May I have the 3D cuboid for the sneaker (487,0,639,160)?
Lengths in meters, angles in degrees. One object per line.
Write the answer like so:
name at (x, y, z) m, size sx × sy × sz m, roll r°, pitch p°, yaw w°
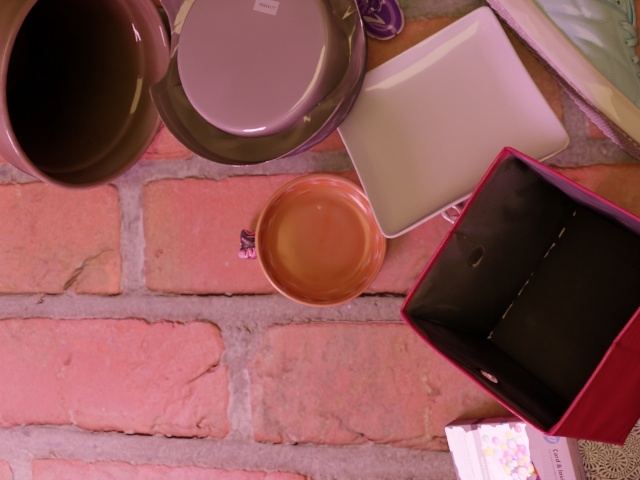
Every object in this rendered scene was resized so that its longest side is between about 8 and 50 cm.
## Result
sneaker at (0.387, -0.265, 1.067) m, size 0.150 × 0.135 × 0.366 m, roll -41°, pitch 85°, yaw 13°

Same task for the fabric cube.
fabric cube at (0.309, 0.078, 0.992) m, size 0.254 × 0.258 × 0.259 m, roll 39°, pitch 101°, yaw 39°

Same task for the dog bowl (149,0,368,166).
dog bowl at (-0.088, -0.278, 1.167) m, size 0.348 × 0.102 × 0.349 m, roll -1°, pitch 88°, yaw 22°

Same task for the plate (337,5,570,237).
plate at (0.172, -0.165, 1.121) m, size 0.277 × 0.045 × 0.278 m, roll -28°, pitch 59°, yaw 12°

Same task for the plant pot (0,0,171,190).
plant pot at (-0.435, -0.265, 1.196) m, size 0.280 × 0.323 × 0.323 m, roll 19°, pitch 97°, yaw 29°

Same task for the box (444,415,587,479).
box at (0.282, 0.326, 1.129) m, size 0.186 × 0.038 × 0.145 m, roll -14°, pitch 90°, yaw 37°

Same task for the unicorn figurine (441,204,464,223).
unicorn figurine at (0.192, -0.079, 1.164) m, size 0.162 × 0.060 × 0.111 m, roll -35°, pitch 73°, yaw -2°

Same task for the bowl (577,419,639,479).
bowl at (0.408, 0.291, 1.102) m, size 0.170 × 0.080 × 0.170 m, roll 5°, pitch 99°, yaw 37°

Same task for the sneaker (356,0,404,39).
sneaker at (0.064, -0.375, 1.169) m, size 0.068 × 0.071 × 0.170 m, roll -31°, pitch 86°, yaw 13°

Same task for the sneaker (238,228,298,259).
sneaker at (-0.074, -0.004, 1.234) m, size 0.119 × 0.047 × 0.057 m, roll -7°, pitch 79°, yaw 12°

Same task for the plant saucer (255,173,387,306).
plant saucer at (0.000, 0.000, 1.190) m, size 0.199 × 0.037 × 0.200 m, roll 0°, pitch 87°, yaw -8°
